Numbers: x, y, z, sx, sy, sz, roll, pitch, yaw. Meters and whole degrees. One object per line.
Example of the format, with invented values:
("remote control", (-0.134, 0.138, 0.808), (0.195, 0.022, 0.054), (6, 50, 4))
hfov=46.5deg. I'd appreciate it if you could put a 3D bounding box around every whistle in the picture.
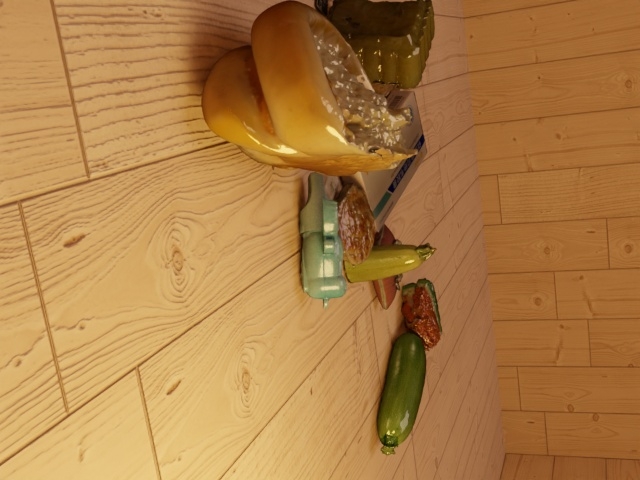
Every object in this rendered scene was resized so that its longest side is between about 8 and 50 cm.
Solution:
("whistle", (0.000, 0.000, 1.496), (0.186, 0.093, 0.274), (129, -43, -83))

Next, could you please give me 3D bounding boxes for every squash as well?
("squash", (0.165, 0.040, 1.733), (0.094, 0.224, 0.094), (37, 48, -57))
("squash", (0.219, 0.392, 1.972), (0.395, 0.107, 0.107), (-69, 148, -45))

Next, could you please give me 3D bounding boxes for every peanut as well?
("peanut", (0.171, -0.413, 1.999), (0.193, 0.089, 0.089), (-62, 143, -46))

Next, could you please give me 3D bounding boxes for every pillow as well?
("pillow", (0.178, 0.068, 1.954), (0.171, 0.075, 0.179), (-68, 148, -49))

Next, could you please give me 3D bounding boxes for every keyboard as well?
("keyboard", (0.005, -0.576, 1.688), (0.049, 0.015, 0.129), (37, 53, -63))

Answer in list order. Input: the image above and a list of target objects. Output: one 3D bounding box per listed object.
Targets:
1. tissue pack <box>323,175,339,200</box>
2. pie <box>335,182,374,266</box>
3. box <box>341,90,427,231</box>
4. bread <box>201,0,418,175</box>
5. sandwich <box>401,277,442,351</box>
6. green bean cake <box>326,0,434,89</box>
("tissue pack", (0.015, -0.110, 1.635), (0.108, 0.023, 0.056), (-73, 150, -43))
("pie", (0.066, -0.040, 1.677), (0.163, 0.079, 0.194), (64, 32, -45))
("box", (0.165, -0.206, 1.879), (0.343, 0.065, 0.200), (-56, 140, -37))
("bread", (-0.007, -0.210, 1.263), (0.329, 0.245, 0.424), (50, 15, 13))
("sandwich", (0.284, 0.220, 2.173), (0.160, 0.109, 0.185), (-42, 120, -63))
("green bean cake", (0.128, -0.461, 1.666), (0.124, 0.236, 0.233), (82, 20, -48))
